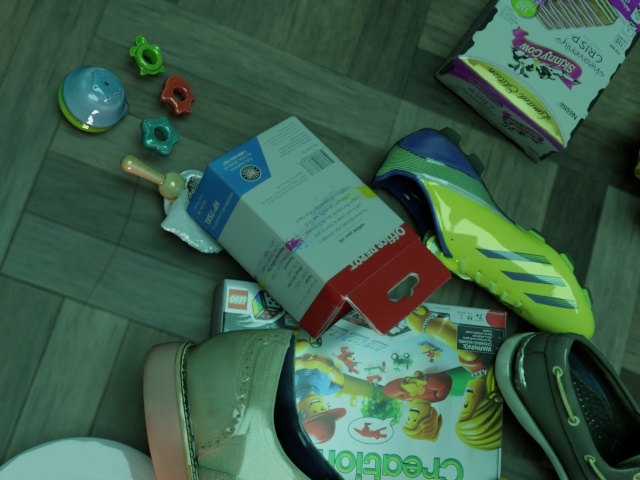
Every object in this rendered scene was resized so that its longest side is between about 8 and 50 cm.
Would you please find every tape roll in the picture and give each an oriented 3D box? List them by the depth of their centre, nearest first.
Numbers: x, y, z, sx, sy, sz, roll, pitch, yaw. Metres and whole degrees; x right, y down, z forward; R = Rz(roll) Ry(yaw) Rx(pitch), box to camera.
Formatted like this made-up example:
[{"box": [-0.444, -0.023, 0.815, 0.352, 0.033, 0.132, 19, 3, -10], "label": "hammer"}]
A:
[{"box": [-0.222, 0.289, 0.991, 0.219, 0.072, 0.219, 4, 78, -17], "label": "tape roll"}]

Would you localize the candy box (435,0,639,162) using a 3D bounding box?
[{"box": [0.261, -0.229, 1.242, 0.159, 0.071, 0.233, 38, 71, -6], "label": "candy box"}]

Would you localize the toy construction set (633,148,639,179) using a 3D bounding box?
[{"box": [0.482, -0.099, 1.234, 0.215, 0.151, 0.328, 28, 56, 22], "label": "toy construction set"}]

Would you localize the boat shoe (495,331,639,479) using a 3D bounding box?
[{"box": [0.301, 0.216, 1.129, 0.305, 0.091, 0.109, 51, 56, -13], "label": "boat shoe"}]

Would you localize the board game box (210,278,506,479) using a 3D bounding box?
[{"box": [0.038, 0.153, 1.105, 0.305, 0.053, 0.193, 7, 77, -15], "label": "board game box"}]

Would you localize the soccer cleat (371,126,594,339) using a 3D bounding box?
[{"box": [0.167, 0.011, 1.151, 0.121, 0.093, 0.289, -39, 86, -27], "label": "soccer cleat"}]

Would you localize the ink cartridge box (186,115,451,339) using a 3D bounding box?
[{"box": [0.000, 0.000, 1.066, 0.231, 0.078, 0.134, 45, 47, 11], "label": "ink cartridge box"}]

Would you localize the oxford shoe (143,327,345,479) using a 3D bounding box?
[{"box": [-0.040, 0.269, 0.942, 0.146, 0.140, 0.397, -15, 89, 9], "label": "oxford shoe"}]

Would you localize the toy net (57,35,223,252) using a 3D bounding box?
[{"box": [-0.161, -0.089, 1.107, 0.122, 0.045, 0.232, -34, 92, -41], "label": "toy net"}]

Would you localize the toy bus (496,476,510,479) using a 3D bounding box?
[{"box": [0.191, 0.345, 1.064, 0.211, 0.149, 0.220, -17, 115, -43], "label": "toy bus"}]
